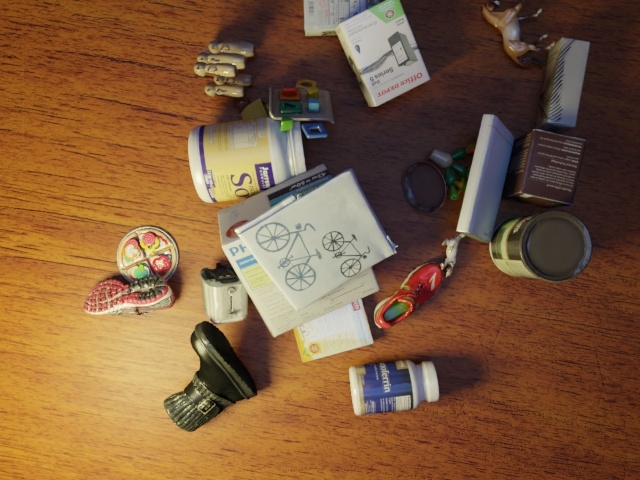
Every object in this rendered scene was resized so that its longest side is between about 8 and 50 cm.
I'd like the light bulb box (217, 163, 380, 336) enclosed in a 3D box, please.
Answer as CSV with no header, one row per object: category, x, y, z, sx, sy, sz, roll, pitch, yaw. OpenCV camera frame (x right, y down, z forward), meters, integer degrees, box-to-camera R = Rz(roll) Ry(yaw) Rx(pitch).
light bulb box,-0.062,0.029,1.539,0.358,0.225,0.361,-24,123,-1

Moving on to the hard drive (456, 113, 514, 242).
hard drive,0.515,-0.180,1.623,0.047,0.233,0.353,13,90,35

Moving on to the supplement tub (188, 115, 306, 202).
supplement tub,-0.214,-0.251,1.611,0.331,0.241,0.241,-7,89,1

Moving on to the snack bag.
snack bag,0.000,0.000,1.384,0.343,0.037,0.323,-31,124,3

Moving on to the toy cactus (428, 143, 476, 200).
toy cactus,0.427,-0.235,1.673,0.181,0.112,0.219,29,80,-7

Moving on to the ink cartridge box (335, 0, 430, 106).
ink cartridge box,0.195,-0.583,1.642,0.198,0.115,0.272,-27,105,1

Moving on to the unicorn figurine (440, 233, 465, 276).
unicorn figurine,0.427,0.028,1.687,0.060,0.111,0.161,28,112,25

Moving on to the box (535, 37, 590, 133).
box,0.770,-0.489,1.675,0.094,0.113,0.275,10,88,1

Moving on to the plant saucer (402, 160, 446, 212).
plant saucer,0.334,-0.171,1.668,0.029,0.168,0.168,-20,89,-39

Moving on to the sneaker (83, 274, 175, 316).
sneaker,-0.615,0.197,1.679,0.299,0.112,0.120,-6,53,11

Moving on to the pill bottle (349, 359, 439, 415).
pill bottle,0.228,0.456,1.647,0.265,0.153,0.153,-7,89,-1

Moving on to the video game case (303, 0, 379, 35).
video game case,0.067,-0.807,1.704,0.244,0.061,0.269,-1,90,1

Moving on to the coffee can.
coffee can,0.653,0.019,1.587,0.202,0.275,0.201,0,89,0

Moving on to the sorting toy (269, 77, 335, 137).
sorting toy,-0.056,-0.425,1.592,0.196,0.347,0.047,3,133,-8

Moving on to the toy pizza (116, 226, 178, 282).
toy pizza,-0.567,0.055,1.713,0.201,0.032,0.201,0,90,0

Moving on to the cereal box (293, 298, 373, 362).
cereal box,0.035,0.279,1.701,0.240,0.047,0.173,-15,90,0

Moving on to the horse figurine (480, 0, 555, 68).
horse figurine,0.643,-0.671,1.695,0.175,0.066,0.263,-18,94,10

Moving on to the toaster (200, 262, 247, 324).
toaster,-0.303,0.166,1.633,0.129,0.227,0.146,-6,104,-25

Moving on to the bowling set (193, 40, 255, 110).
bowling set,-0.306,-0.501,1.652,0.154,0.287,0.199,6,123,6

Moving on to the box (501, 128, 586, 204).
box,0.693,-0.219,1.643,0.167,0.168,0.203,12,90,0

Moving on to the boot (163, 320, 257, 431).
boot,-0.375,0.427,1.604,0.260,0.131,0.348,-26,120,-1

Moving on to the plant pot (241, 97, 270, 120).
plant pot,-0.207,-0.400,1.696,0.083,0.081,0.081,-20,89,12

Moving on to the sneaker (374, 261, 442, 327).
sneaker,0.290,0.184,1.666,0.279,0.118,0.107,-45,90,0
